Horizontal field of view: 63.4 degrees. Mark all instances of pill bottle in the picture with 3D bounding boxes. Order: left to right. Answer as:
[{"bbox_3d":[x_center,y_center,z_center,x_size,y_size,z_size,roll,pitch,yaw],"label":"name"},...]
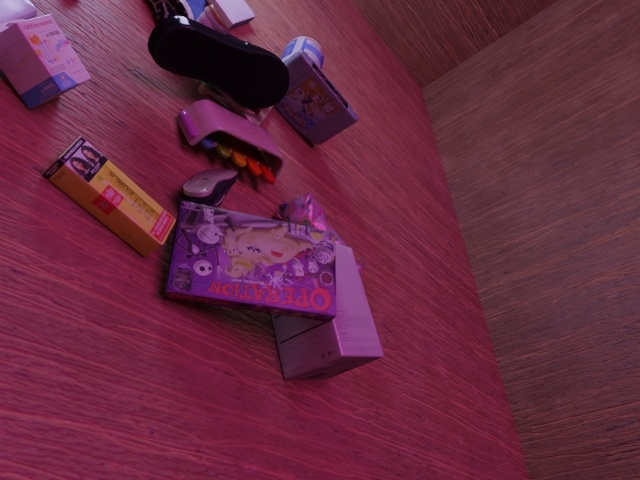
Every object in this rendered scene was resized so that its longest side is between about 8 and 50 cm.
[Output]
[{"bbox_3d":[-0.075,-0.600,1.826,0.152,0.152,0.272,45,33,-27],"label":"pill bottle"}]

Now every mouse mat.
[{"bbox_3d":[-0.277,-0.437,1.508,0.190,0.007,0.152,34,39,-42],"label":"mouse mat"}]

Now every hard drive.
[{"bbox_3d":[-0.355,-0.854,1.714,0.307,0.040,0.203,53,30,-15],"label":"hard drive"}]

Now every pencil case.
[{"bbox_3d":[0.000,0.000,1.460,0.284,0.124,0.124,51,30,-16],"label":"pencil case"}]

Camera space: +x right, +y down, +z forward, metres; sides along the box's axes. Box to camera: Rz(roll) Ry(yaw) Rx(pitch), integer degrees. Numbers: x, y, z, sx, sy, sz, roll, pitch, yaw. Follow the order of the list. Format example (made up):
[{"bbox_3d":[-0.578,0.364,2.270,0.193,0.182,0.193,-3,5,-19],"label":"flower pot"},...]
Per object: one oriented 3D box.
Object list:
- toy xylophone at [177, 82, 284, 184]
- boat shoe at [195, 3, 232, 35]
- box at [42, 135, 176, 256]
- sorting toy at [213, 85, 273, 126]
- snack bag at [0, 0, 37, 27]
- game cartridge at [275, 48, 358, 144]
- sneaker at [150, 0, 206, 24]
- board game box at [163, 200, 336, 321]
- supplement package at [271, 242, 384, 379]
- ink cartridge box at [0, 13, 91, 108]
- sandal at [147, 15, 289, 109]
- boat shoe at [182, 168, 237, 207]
[{"bbox_3d":[-0.225,-0.281,1.365,0.323,0.081,0.236,25,30,-44],"label":"toy xylophone"},{"bbox_3d":[-0.281,-0.531,1.395,0.098,0.096,0.277,59,3,8],"label":"boat shoe"},{"bbox_3d":[-0.384,-0.078,0.962,0.232,0.058,0.087,47,31,-25],"label":"box"},{"bbox_3d":[-0.255,-0.492,1.541,0.307,0.041,0.229,50,30,-20],"label":"sorting toy"},{"bbox_3d":[-0.681,-0.465,0.851,0.342,0.037,0.323,48,32,-28],"label":"snack bag"},{"bbox_3d":[-0.038,-0.457,1.709,0.297,0.198,0.062,44,33,-27],"label":"game cartridge"},{"bbox_3d":[-0.402,-0.674,1.417,0.147,0.130,0.330,-21,91,-68],"label":"sneaker"},{"bbox_3d":[-0.133,0.046,1.080,0.347,0.056,0.208,11,62,-19],"label":"board game box"},{"bbox_3d":[-0.001,0.165,1.243,0.178,0.175,0.292,17,51,-50],"label":"supplement package"},{"bbox_3d":[-0.507,-0.328,0.925,0.143,0.090,0.092,63,26,-24],"label":"ink cartridge box"},{"bbox_3d":[-0.238,-0.464,1.321,0.446,0.167,0.107,10,45,-56],"label":"sandal"},{"bbox_3d":[-0.256,-0.116,1.209,0.233,0.084,0.079,-64,159,-64],"label":"boat shoe"}]
